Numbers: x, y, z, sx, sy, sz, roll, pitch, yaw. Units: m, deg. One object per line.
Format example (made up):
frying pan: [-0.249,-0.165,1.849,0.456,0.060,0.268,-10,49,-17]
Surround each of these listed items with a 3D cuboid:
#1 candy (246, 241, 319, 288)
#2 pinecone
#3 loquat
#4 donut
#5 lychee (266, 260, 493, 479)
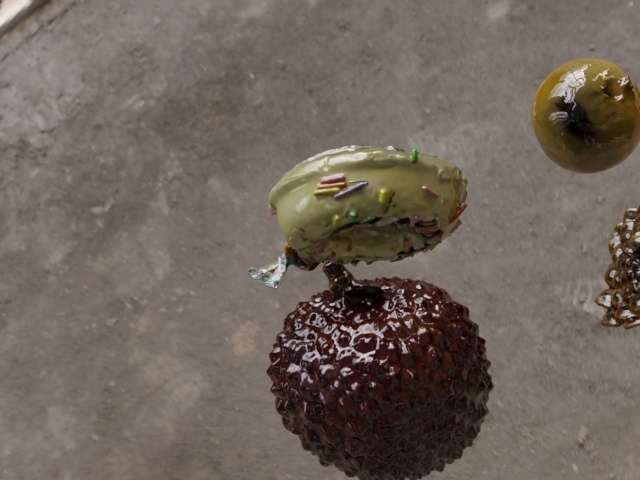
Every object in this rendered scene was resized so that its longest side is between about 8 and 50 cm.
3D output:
candy: [0.000,0.000,1.048,0.182,0.053,0.046,-34,96,0]
pinecone: [0.419,0.046,1.009,0.212,0.168,0.185,29,107,2]
loquat: [0.351,-0.163,1.225,0.163,0.163,0.137,30,59,26]
donut: [0.041,-0.024,0.791,0.175,0.174,0.068,-8,71,16]
lychee: [0.069,0.153,1.115,0.264,0.264,0.300,-23,105,10]
